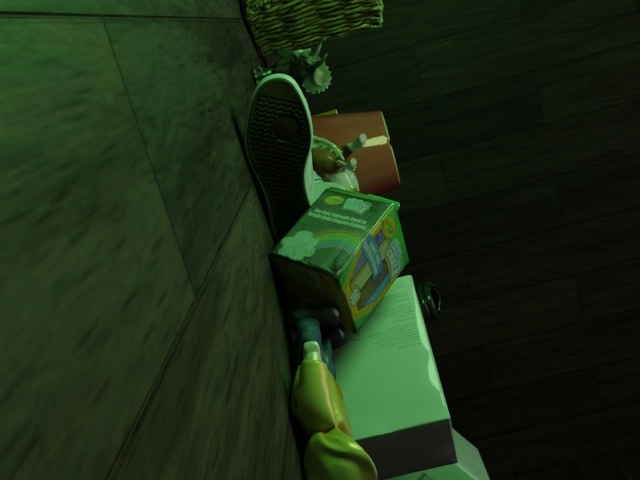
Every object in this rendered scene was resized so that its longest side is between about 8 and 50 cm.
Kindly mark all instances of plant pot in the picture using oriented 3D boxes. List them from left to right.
[{"bbox_3d":[0.060,-0.199,1.986,0.275,0.243,0.275,-14,90,-86],"label":"plant pot"}]

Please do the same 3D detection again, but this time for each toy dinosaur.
[{"bbox_3d":[-0.050,-0.340,1.633,0.313,0.160,0.121,-84,159,-74],"label":"toy dinosaur"}]

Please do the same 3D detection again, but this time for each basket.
[{"bbox_3d":[-0.032,-0.573,1.722,0.213,0.299,0.223,61,18,-66],"label":"basket"}]

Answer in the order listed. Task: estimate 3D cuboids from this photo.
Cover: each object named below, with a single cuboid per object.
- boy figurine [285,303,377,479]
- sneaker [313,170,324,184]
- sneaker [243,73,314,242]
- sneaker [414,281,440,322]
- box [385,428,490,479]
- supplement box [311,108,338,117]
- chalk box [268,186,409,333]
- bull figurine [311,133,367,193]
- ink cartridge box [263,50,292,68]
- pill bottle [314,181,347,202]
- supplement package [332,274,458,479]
[{"bbox_3d":[0.008,0.211,1.059,0.285,0.092,0.177,-104,179,-52],"label":"boy figurine"},{"bbox_3d":[-0.020,-0.093,1.660,0.091,0.094,0.258,59,-7,15],"label":"sneaker"},{"bbox_3d":[-0.064,-0.135,1.260,0.123,0.106,0.290,-102,-174,-59],"label":"sneaker"},{"bbox_3d":[0.208,0.146,1.896,0.296,0.147,0.104,-93,167,-78],"label":"sneaker"},{"bbox_3d":[0.221,0.486,1.689,0.215,0.168,0.345,38,4,4],"label":"box"},{"bbox_3d":[0.016,-0.264,2.346,0.191,0.129,0.194,0,75,-85],"label":"supplement box"},{"bbox_3d":[0.045,0.012,1.231,0.213,0.132,0.132,-49,138,-31],"label":"chalk box"},{"bbox_3d":[0.036,-0.141,1.753,0.101,0.188,0.310,-45,117,-34],"label":"bull figurine"},{"bbox_3d":[-0.098,-0.441,2.003,0.275,0.060,0.239,-91,164,-71],"label":"ink cartridge box"},{"bbox_3d":[0.016,0.027,1.464,0.130,0.130,0.245,-96,171,-62],"label":"pill bottle"},{"bbox_3d":[0.096,0.236,1.320,0.198,0.199,0.262,70,7,-53],"label":"supplement package"}]
